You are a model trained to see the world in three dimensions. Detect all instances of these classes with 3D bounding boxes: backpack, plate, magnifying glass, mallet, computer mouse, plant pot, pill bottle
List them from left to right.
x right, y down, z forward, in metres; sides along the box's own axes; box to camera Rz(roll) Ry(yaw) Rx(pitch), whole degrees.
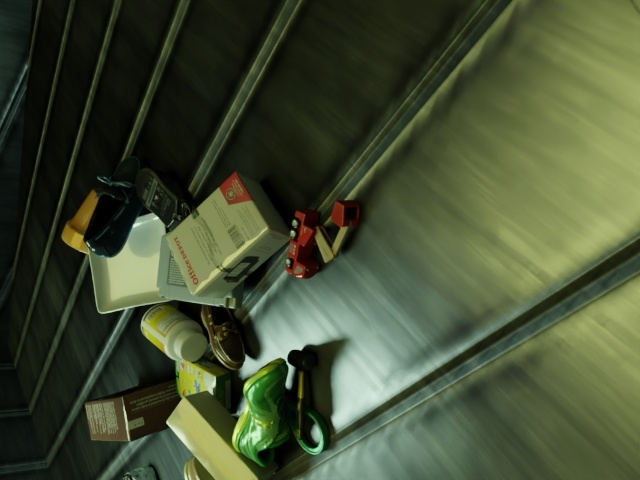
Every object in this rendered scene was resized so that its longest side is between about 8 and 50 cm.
[{"bbox_3d":[-0.738,-0.068,1.600,0.205,0.205,0.187,33,102,39],"label":"plant pot"},{"bbox_3d":[-0.586,0.070,1.476,0.278,0.045,0.277,-12,85,11],"label":"plate"},{"bbox_3d":[-0.631,0.893,1.649,0.152,0.115,0.181,-30,72,32],"label":"backpack"},{"bbox_3d":[-0.432,-0.103,1.362,0.272,0.072,0.188,47,124,17],"label":"computer mouse"},{"bbox_3d":[-0.414,0.265,1.345,0.215,0.117,0.117,19,108,44],"label":"pill bottle"},{"bbox_3d":[-0.065,0.386,1.066,0.231,0.026,0.092,35,119,39],"label":"magnifying glass"},{"bbox_3d":[-0.036,0.329,1.004,0.062,0.039,0.189,-12,80,47],"label":"mallet"}]

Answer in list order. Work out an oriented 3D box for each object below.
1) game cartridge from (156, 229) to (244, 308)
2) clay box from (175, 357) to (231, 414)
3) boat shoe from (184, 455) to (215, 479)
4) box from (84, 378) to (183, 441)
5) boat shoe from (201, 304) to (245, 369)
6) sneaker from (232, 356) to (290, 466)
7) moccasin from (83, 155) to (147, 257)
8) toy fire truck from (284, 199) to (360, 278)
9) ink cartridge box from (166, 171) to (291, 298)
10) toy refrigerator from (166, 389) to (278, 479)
[{"bbox_3d":[-0.305,0.062,1.207,0.298,0.062,0.197,2,82,36],"label":"game cartridge"},{"bbox_3d":[-0.334,0.401,1.324,0.222,0.053,0.127,9,101,45],"label":"clay box"},{"bbox_3d":[-0.214,0.659,1.196,0.341,0.122,0.110,36,116,26],"label":"boat shoe"},{"bbox_3d":[-0.602,0.549,1.521,0.382,0.191,0.142,-22,79,45],"label":"box"},{"bbox_3d":[-0.247,0.227,1.199,0.207,0.073,0.073,53,130,28],"label":"boat shoe"},{"bbox_3d":[-0.107,0.375,1.031,0.124,0.110,0.295,32,123,27],"label":"sneaker"},{"bbox_3d":[-0.610,-0.118,1.423,0.138,0.116,0.341,-3,65,16],"label":"moccasin"},{"bbox_3d":[0.000,0.000,0.935,0.135,0.047,0.191,28,115,39],"label":"toy fire truck"},{"bbox_3d":[-0.208,-0.006,1.055,0.237,0.100,0.171,-40,64,16],"label":"ink cartridge box"},{"bbox_3d":[-0.242,0.499,1.149,0.270,0.102,0.094,38,97,21],"label":"toy refrigerator"}]
